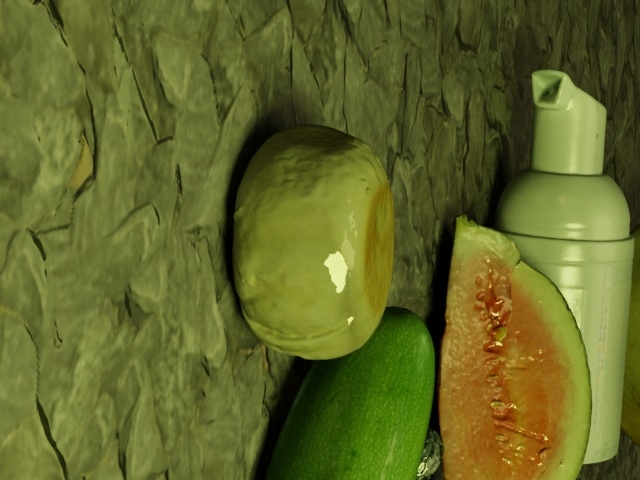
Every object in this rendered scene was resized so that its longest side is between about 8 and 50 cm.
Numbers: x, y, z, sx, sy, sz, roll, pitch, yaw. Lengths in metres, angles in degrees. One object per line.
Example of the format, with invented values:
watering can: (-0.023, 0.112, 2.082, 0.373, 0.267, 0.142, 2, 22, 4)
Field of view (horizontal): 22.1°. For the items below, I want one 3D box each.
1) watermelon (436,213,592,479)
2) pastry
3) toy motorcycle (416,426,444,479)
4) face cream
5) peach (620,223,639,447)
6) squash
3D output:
watermelon: (0.177, 0.142, 1.458, 0.159, 0.128, 0.303, 56, 35, -68)
pastry: (0.000, 0.000, 1.090, 0.156, 0.092, 0.156, 7, 90, -75)
toy motorcycle: (0.038, 0.225, 1.233, 0.074, 0.106, 0.190, 39, 48, -21)
face cream: (0.233, 0.021, 1.581, 0.145, 0.145, 0.370, -14, 110, -66)
peach: (0.476, 0.113, 1.996, 0.315, 0.314, 0.281, -34, 168, -28)
squash: (0.001, 0.219, 1.126, 0.107, 0.107, 0.395, 53, 49, -59)
